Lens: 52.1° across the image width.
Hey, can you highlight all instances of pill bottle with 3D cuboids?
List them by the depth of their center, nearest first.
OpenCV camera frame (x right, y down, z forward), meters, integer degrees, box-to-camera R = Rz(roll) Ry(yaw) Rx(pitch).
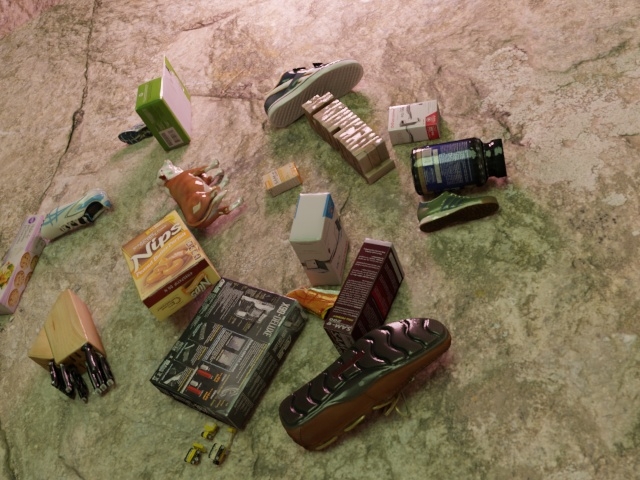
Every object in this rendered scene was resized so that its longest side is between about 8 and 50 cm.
[{"bbox_3d":[0.337,-0.184,1.598,0.219,0.123,0.123,-8,51,17],"label":"pill bottle"}]

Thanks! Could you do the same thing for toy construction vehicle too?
[{"bbox_3d":[-0.234,0.442,1.404,0.086,0.035,0.098,-1,50,36],"label":"toy construction vehicle"}]

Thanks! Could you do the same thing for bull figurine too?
[{"bbox_3d":[-0.352,-0.148,1.872,0.188,0.101,0.310,-32,48,-6],"label":"bull figurine"}]

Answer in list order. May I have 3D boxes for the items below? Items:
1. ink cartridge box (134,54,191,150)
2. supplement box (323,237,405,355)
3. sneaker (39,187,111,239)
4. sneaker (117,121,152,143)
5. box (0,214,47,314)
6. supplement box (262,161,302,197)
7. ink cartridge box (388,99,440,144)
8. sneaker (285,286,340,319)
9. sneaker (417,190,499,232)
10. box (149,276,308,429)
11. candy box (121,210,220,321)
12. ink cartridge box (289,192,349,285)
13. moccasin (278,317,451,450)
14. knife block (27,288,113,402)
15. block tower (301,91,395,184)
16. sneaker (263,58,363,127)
[{"bbox_3d":[-0.501,-0.447,2.115,0.097,0.189,0.255,-19,47,10],"label":"ink cartridge box"},{"bbox_3d":[0.101,0.130,1.443,0.073,0.130,0.239,10,57,29],"label":"supplement box"},{"bbox_3d":[-0.747,-0.072,1.991,0.237,0.085,0.086,-33,56,-1],"label":"sneaker"},{"bbox_3d":[-0.611,-0.366,2.195,0.135,0.052,0.058,-15,39,1],"label":"sneaker"},{"bbox_3d":[-0.897,0.067,1.953,0.063,0.067,0.324,-5,51,18],"label":"box"},{"bbox_3d":[-0.107,-0.171,1.830,0.098,0.036,0.062,-26,48,2],"label":"supplement box"},{"bbox_3d":[0.255,-0.322,1.786,0.135,0.056,0.099,-6,52,18],"label":"ink cartridge box"},{"bbox_3d":[-0.008,0.148,1.520,0.175,0.064,0.067,1,61,26],"label":"sneaker"},{"bbox_3d":[0.321,-0.088,1.566,0.192,0.064,0.086,-17,54,13],"label":"sneaker"},{"bbox_3d":[-0.208,0.246,1.504,0.242,0.076,0.307,13,58,32],"label":"box"},{"bbox_3d":[-0.393,0.057,1.690,0.183,0.087,0.316,-35,35,-7],"label":"candy box"},{"bbox_3d":[0.000,0.000,1.547,0.082,0.191,0.139,-3,53,19],"label":"ink cartridge box"},{"bbox_3d":[0.103,0.293,1.320,0.380,0.147,0.139,-39,35,-5],"label":"moccasin"},{"bbox_3d":[-0.599,0.264,1.658,0.242,0.088,0.276,1,54,22],"label":"knife block"},{"bbox_3d":[0.073,-0.294,1.816,0.091,0.097,0.335,-35,50,-6],"label":"block tower"},{"bbox_3d":[-0.033,-0.476,1.982,0.321,0.126,0.127,-28,54,2],"label":"sneaker"}]
